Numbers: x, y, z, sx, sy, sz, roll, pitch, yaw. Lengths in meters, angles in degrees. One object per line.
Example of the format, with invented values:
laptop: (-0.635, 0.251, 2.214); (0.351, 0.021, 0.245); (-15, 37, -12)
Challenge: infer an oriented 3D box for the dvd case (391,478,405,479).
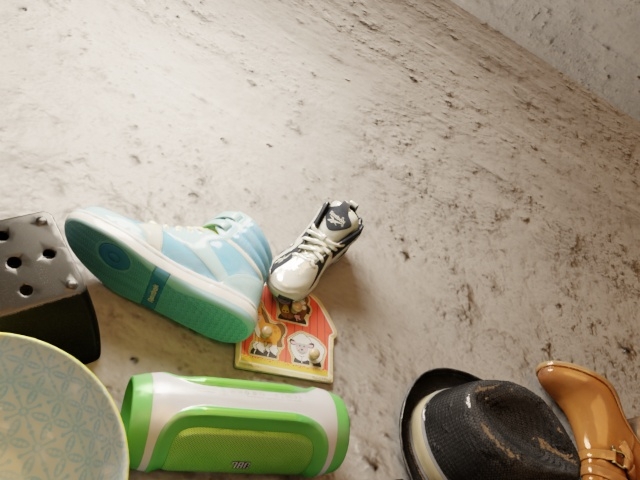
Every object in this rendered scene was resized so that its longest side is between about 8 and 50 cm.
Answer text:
dvd case: (0.109, 0.384, 0.750); (0.180, 0.253, 0.022); (3, 91, -28)

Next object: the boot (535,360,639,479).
boot: (0.506, 0.383, 1.081); (0.283, 0.109, 0.220); (43, 50, -5)

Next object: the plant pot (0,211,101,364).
plant pot: (-0.392, 0.072, 0.726); (0.187, 0.167, 0.188); (-18, 68, -38)

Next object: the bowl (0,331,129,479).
bowl: (-0.362, 0.258, 0.601); (0.289, 0.156, 0.289); (14, 56, -22)

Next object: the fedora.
fedora: (0.299, 0.338, 0.942); (0.334, 0.152, 0.334); (16, 50, -20)

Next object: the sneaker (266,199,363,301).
sneaker: (0.000, 0.000, 1.006); (0.094, 0.153, 0.235); (41, 40, 16)

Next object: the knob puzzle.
knob puzzle: (-0.055, 0.136, 0.972); (0.213, 0.030, 0.213); (16, 50, -19)

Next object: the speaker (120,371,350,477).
speaker: (-0.114, 0.253, 0.779); (0.296, 0.131, 0.131); (12, 51, -23)

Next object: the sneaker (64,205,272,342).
sneaker: (-0.220, 0.007, 0.912); (0.319, 0.127, 0.208); (34, 45, -14)
